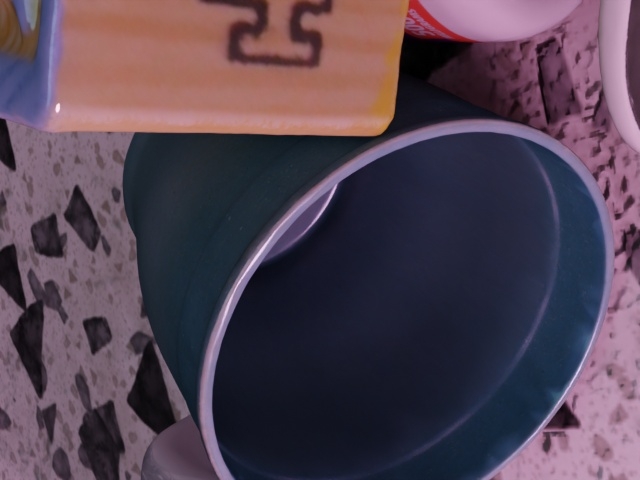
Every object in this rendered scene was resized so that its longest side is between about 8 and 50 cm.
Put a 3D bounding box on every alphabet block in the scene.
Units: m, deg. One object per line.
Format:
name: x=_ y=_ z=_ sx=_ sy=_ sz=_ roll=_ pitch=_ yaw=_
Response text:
alphabet block: x=-0.085 y=-0.158 z=0.614 sx=0.192 sy=0.197 sz=0.193 roll=21 pitch=108 yaw=45

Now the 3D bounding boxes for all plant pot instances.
plant pot: x=0.000 y=0.000 z=0.805 sx=0.255 sy=0.271 sz=0.272 roll=45 pitch=130 yaw=49

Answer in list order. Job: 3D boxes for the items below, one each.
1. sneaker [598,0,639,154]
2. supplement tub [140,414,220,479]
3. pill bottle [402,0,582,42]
sneaker: x=0.210 y=-0.125 z=0.483 sx=0.147 sy=0.104 sz=0.296 roll=56 pitch=140 yaw=41
supplement tub: x=-0.027 y=0.302 z=0.927 sx=0.207 sy=0.207 sz=0.338 roll=14 pitch=109 yaw=47
pill bottle: x=0.012 y=-0.213 z=0.787 sx=0.323 sy=0.181 sz=0.181 roll=9 pitch=105 yaw=48
